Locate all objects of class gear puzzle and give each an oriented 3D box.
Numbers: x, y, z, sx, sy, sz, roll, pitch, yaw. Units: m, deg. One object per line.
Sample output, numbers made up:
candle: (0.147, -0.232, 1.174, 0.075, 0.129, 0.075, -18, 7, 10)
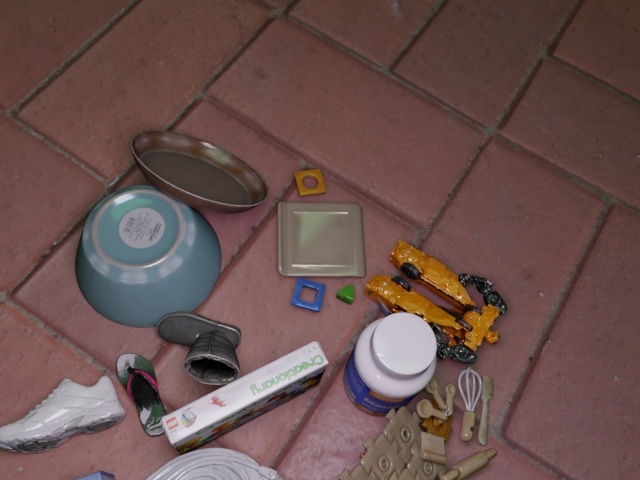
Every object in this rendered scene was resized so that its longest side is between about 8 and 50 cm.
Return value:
gear puzzle: (0.147, 0.408, 1.201, 0.339, 0.044, 0.175, -40, 99, -42)

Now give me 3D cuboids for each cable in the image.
cable: (-0.205, 0.480, 1.131, 0.257, 0.089, 0.257, 19, 48, 40)

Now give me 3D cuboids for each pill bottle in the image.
pill bottle: (0.132, 0.234, 1.232, 0.152, 0.272, 0.152, 2, 65, -4)

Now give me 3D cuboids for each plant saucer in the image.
plant saucer: (-0.263, -0.143, 1.413, 0.311, 0.050, 0.310, 22, 24, -10)

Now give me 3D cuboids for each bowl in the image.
bowl: (-0.367, 0.009, 1.350, 0.312, 0.163, 0.311, 2, 65, -4)

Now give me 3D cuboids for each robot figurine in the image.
robot figurine: (0.251, 0.135, 1.396, 0.291, 0.085, 0.211, 35, 67, 11)

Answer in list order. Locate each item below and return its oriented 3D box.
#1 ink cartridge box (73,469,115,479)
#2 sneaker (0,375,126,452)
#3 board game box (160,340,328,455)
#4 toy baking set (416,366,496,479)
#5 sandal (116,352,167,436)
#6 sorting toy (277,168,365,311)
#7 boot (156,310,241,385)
ink cartridge box: (-0.519, 0.582, 1.072, 0.396, 0.151, 0.270, -17, 68, -12)
sneaker: (-0.497, 0.325, 1.238, 0.232, 0.090, 0.115, -13, 60, -21)
board game box: (-0.137, 0.299, 1.218, 0.305, 0.193, 0.053, -25, 70, -16)
toy baking set: (0.282, 0.355, 1.275, 0.256, 0.030, 0.196, -4, 78, -39)
sandal: (-0.348, 0.297, 1.281, 0.067, 0.040, 0.179, -25, 70, -16)
sorting toy: (0.000, 0.000, 1.457, 0.196, 0.047, 0.347, 2, 65, -10)
boot: (-0.239, 0.207, 1.246, 0.190, 0.208, 0.076, 5, 106, -2)
